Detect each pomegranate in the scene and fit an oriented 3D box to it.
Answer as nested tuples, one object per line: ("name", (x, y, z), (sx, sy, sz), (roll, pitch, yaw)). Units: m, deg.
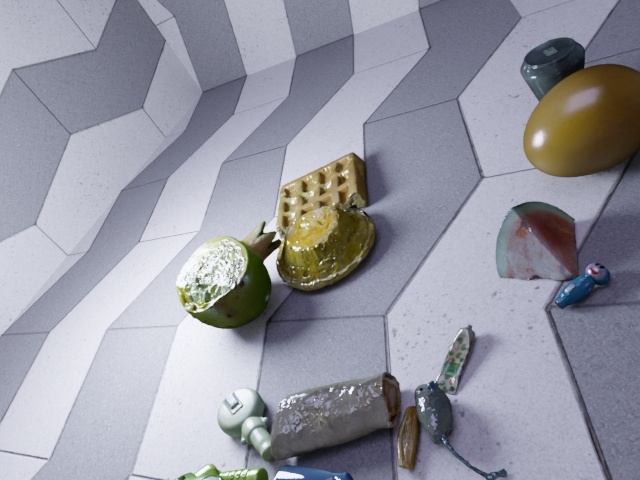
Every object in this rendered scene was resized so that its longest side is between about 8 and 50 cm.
("pomegranate", (-0.248, 0.118, 1.746), (0.358, 0.216, 0.309), (-43, 36, -17))

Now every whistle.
("whistle", (-0.178, 0.443, 1.404), (0.126, 0.067, 0.258), (-43, 36, -11))

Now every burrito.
("burrito", (0.028, 0.380, 1.268), (0.299, 0.105, 0.143), (-21, 39, 17))

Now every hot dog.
("hot dog", (0.178, 0.400, 1.173), (0.043, 0.028, 0.137), (5, 47, 10))

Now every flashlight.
("flashlight", (0.554, 0.098, 1.215), (0.129, 0.051, 0.051), (-41, 33, 0))

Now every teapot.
("teapot", (0.674, -0.446, 1.641), (0.170, 0.225, 0.203), (-19, 35, 19))

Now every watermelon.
("watermelon", (0.522, 0.016, 1.351), (0.207, 0.136, 0.202), (-14, 70, -16))

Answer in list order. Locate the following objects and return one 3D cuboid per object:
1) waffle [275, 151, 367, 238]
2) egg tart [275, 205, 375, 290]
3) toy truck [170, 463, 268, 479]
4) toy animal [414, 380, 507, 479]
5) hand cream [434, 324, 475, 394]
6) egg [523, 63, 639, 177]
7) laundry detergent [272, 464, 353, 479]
("waffle", (-0.002, -0.161, 2.015), (0.348, 0.078, 0.304), (-24, 33, 16))
("egg tart", (0.001, 0.000, 1.747), (0.341, 0.132, 0.342), (-21, 37, 17))
("toy truck", (-0.236, 0.561, 1.247), (0.186, 0.148, 0.210), (-8, 21, 40))
("toy animal", (0.248, 0.368, 1.118), (0.079, 0.070, 0.253), (-42, 34, 4))
("hand cream", (0.297, 0.257, 1.256), (0.057, 0.037, 0.165), (4, 55, 45))
("egg", (0.662, -0.289, 1.425), (0.322, 0.250, 0.250), (-33, 31, 19))
("laundry detergent", (-0.004, 0.510, 1.167), (0.206, 0.061, 0.097), (-11, 31, 31))
